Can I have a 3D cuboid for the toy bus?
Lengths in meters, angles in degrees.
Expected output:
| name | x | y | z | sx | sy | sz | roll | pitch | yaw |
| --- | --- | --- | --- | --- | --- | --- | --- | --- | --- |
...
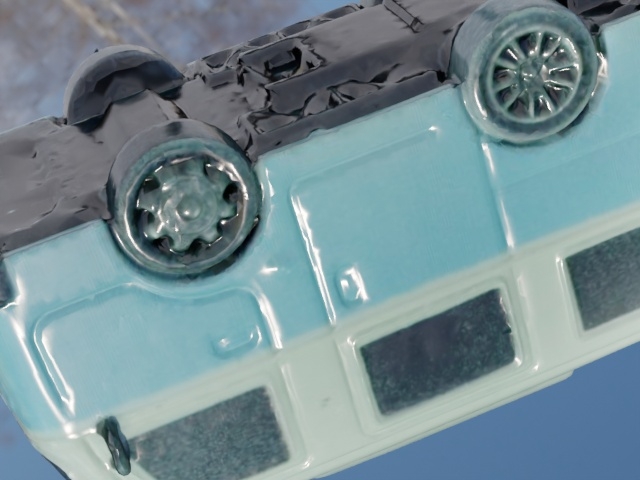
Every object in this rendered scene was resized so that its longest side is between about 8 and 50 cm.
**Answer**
| name | x | y | z | sx | sy | sz | roll | pitch | yaw |
| --- | --- | --- | --- | --- | --- | --- | --- | --- | --- |
| toy bus | 0.000 | 0.000 | 0.660 | 0.271 | 0.164 | 0.133 | -21 | -154 | -8 |
